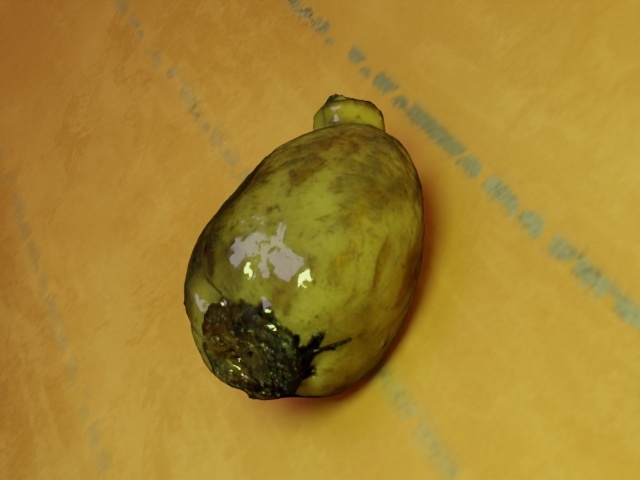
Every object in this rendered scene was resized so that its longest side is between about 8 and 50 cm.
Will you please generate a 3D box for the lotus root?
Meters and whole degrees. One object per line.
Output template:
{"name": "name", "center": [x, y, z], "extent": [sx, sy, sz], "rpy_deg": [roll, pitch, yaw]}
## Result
{"name": "lotus root", "center": [0.000, 0.000, 1.036], "extent": [0.138, 0.138, 0.214], "rpy_deg": [-18, 39, 47]}
